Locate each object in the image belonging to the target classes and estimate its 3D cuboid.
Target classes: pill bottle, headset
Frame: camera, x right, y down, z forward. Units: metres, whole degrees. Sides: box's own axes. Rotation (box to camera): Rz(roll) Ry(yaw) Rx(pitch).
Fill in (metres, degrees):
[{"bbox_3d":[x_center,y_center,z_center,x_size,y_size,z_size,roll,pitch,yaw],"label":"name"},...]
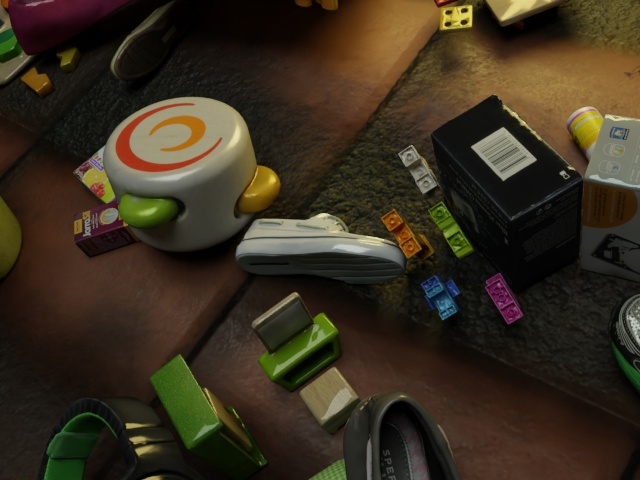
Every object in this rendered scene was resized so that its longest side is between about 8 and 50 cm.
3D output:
[{"bbox_3d":[0.345,-0.125,0.956,0.043,0.043,0.083,-21,53,3],"label":"pill bottle"},{"bbox_3d":[-0.198,0.320,0.691,0.394,0.185,0.243,49,119,40],"label":"headset"}]

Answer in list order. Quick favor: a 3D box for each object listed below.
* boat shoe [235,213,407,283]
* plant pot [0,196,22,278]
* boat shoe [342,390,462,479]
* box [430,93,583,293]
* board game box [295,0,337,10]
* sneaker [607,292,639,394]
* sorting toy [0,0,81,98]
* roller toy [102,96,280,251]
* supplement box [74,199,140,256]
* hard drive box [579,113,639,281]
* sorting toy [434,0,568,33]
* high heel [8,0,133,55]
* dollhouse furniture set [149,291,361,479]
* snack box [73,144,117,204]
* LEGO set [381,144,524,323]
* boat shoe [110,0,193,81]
[{"bbox_3d":[0.000,0.000,0.955,0.226,0.083,0.076,4,60,20],"label":"boat shoe"},{"bbox_3d":[-0.558,-0.042,1.050,0.276,0.254,0.276,-9,55,13],"label":"plant pot"},{"bbox_3d":[0.093,0.296,0.666,0.112,0.095,0.335,-11,70,-14],"label":"boat shoe"},{"bbox_3d":[0.213,-0.051,0.876,0.093,0.158,0.156,-31,54,-4],"label":"box"},{"bbox_3d":[-0.079,-0.475,1.228,0.390,0.050,0.390,12,41,21],"label":"board game box"},{"bbox_3d":[0.437,0.126,0.699,0.343,0.146,0.134,23,67,29],"label":"sneaker"},{"bbox_3d":[-0.536,-0.380,1.399,0.307,0.041,0.229,36,73,33],"label":"sorting toy"},{"bbox_3d":[-0.177,-0.086,1.026,0.209,0.146,0.191,-25,47,-14],"label":"roller toy"},{"bbox_3d":[-0.302,-0.019,1.086,0.083,0.043,0.055,-19,55,5],"label":"supplement box"},{"bbox_3d":[0.397,-0.024,0.789,0.232,0.181,0.089,13,63,25],"label":"hard drive box"},{"bbox_3d":[0.294,-0.367,1.131,0.274,0.046,0.132,-21,54,2],"label":"sorting toy"},{"bbox_3d":[-0.347,-0.419,1.345,0.377,0.181,0.127,-2,38,-13],"label":"high heel"},{"bbox_3d":[0.000,0.216,0.769,0.197,0.151,0.301,-35,55,-8],"label":"dollhouse furniture set"},{"bbox_3d":[-0.286,-0.115,1.148,0.141,0.037,0.100,-44,57,-14],"label":"snack box"},{"bbox_3d":[0.141,0.011,0.895,0.087,0.093,0.227,-33,76,14],"label":"LEGO set"},{"bbox_3d":[-0.293,-0.334,1.287,0.072,0.068,0.190,12,51,37],"label":"boat shoe"}]
